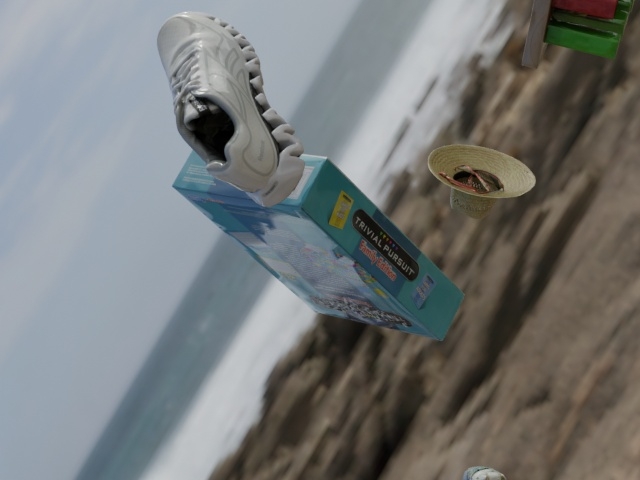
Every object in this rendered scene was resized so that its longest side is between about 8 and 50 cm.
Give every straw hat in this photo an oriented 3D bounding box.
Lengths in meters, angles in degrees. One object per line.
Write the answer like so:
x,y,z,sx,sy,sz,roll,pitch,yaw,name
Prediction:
0.190,-0.060,2.047,0.144,0.144,0.061,-66,-12,-62,straw hat

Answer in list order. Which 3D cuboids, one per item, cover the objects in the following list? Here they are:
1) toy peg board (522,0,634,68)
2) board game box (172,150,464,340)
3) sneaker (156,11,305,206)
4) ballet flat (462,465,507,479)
0.242,-0.247,1.463,0.161,0.079,0.160,-61,-18,-56,toy peg board
0.000,0.000,2.220,0.254,0.336,0.079,11,66,45,board game box
-0.126,-0.168,1.927,0.118,0.292,0.110,11,-52,-46,sneaker
0.239,0.350,2.236,0.070,0.070,0.188,-58,29,22,ballet flat
